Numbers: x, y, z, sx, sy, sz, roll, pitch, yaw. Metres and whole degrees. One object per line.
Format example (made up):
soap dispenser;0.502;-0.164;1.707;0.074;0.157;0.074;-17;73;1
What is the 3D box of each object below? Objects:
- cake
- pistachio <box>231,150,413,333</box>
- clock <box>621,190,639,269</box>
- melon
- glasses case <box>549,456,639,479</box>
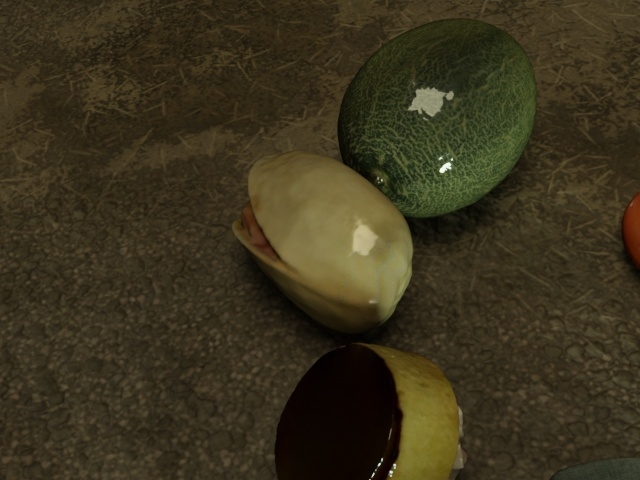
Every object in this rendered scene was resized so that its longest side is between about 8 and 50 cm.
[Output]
cake;0.073;0.222;0.993;0.208;0.178;0.185;-57;35;3
pistachio;0.000;0.000;1.162;0.187;0.188;0.299;-33;46;-20
clock;0.498;-0.004;1.192;0.205;0.051;0.205;-3;49;3
melon;0.164;-0.173;1.257;0.248;0.249;0.329;25;49;26
glasses case;0.318;0.366;0.879;0.131;0.074;0.323;-6;49;0
